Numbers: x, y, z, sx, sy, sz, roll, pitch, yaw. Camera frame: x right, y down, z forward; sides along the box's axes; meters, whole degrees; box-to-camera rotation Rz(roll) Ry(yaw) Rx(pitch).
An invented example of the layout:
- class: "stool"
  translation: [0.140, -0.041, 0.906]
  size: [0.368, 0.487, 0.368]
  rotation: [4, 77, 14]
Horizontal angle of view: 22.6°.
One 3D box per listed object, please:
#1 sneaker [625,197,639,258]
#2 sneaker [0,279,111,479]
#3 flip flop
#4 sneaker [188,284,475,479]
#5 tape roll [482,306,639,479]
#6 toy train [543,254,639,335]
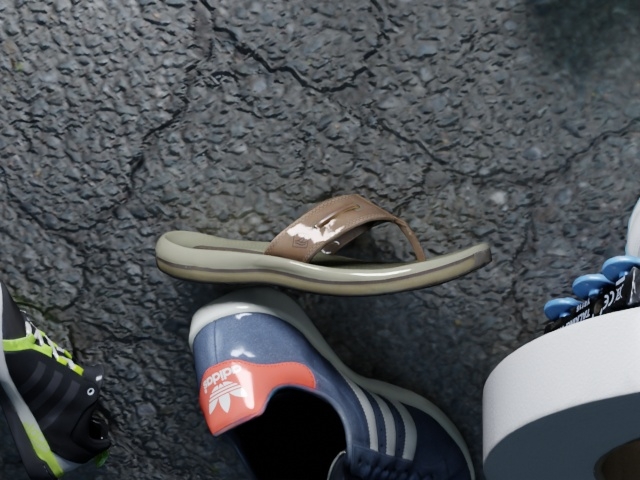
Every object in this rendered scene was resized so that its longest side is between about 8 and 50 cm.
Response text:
- class: "sneaker"
  translation: [0.326, -0.028, 1.234]
  size: [0.087, 0.092, 0.229]
  rotation: [36, 128, -21]
- class: "sneaker"
  translation: [-0.246, 0.115, 1.441]
  size: [0.097, 0.084, 0.234]
  rotation: [-19, 127, -9]
- class: "flip flop"
  translation: [0.000, 0.000, 1.302]
  size: [0.277, 0.112, 0.080]
  rotation: [5, 94, 16]
- class: "sneaker"
  translation: [0.014, 0.187, 1.379]
  size: [0.131, 0.148, 0.350]
  rotation: [-32, 130, 26]
- class: "tape roll"
  translation: [0.323, 0.155, 1.290]
  size: [0.392, 0.072, 0.392]
  rotation: [2, 154, 1]
- class: "toy train"
  translation: [0.249, 0.074, 1.300]
  size: [0.105, 0.080, 0.184]
  rotation: [20, 152, -14]
